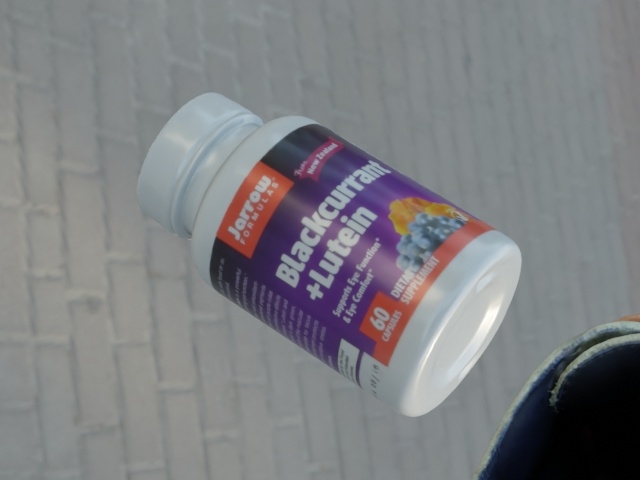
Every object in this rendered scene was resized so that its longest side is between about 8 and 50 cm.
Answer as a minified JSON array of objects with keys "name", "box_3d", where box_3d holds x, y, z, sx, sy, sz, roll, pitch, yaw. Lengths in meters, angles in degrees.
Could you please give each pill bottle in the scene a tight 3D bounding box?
[{"name":"pill bottle","box_3d":[0.000,0.000,0.848,0.108,0.193,0.108,-47,156,-28]}]

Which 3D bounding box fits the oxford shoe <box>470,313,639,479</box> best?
[{"name":"oxford shoe","box_3d":[0.143,0.084,0.525,0.397,0.140,0.147,-36,119,-55]}]
